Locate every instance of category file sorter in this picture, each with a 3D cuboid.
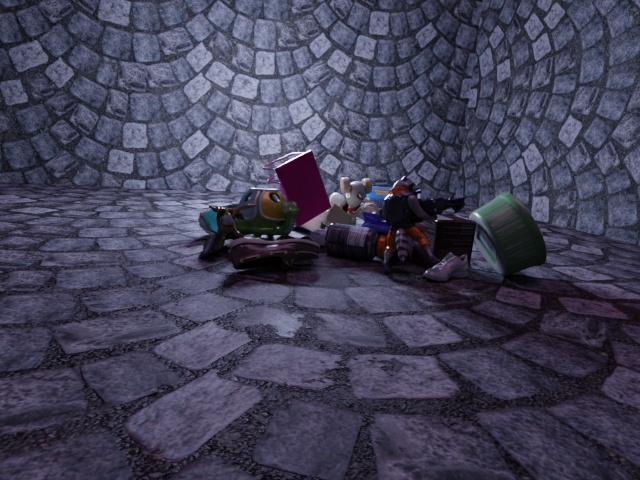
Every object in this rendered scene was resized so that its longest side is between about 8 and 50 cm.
[{"bbox_3d":[-0.118,-0.248,2.029,0.202,0.291,0.182,-32,26,-26],"label":"file sorter"}]

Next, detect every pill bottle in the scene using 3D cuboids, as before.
[{"bbox_3d":[0.149,0.008,1.737,0.245,0.130,0.130,10,13,21],"label":"pill bottle"}]

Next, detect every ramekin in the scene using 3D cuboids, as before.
[{"bbox_3d":[0.692,-0.015,1.631,0.148,0.303,0.303,-26,12,4],"label":"ramekin"}]

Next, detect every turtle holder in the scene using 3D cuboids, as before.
[{"bbox_3d":[-0.242,-0.113,1.890,0.243,0.227,0.320,0,8,-16],"label":"turtle holder"}]

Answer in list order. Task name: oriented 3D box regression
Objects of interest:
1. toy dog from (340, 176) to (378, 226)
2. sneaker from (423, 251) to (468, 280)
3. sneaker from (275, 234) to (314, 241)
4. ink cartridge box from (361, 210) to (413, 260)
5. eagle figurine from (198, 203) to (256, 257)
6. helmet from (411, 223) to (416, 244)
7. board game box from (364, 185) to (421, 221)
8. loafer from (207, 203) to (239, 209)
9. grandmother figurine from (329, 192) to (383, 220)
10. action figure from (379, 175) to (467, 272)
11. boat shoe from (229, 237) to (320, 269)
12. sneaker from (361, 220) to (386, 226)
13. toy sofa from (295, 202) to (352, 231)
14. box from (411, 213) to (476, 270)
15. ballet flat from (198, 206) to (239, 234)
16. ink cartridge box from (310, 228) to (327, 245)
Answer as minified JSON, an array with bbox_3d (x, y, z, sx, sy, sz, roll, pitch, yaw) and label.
[{"bbox_3d":[0.188,-0.178,2.258,0.220,0.334,0.161,-18,43,5],"label":"toy dog"},{"bbox_3d":[0.451,0.089,1.547,0.212,0.094,0.080,-5,17,-36],"label":"sneaker"},{"bbox_3d":[-0.109,0.015,1.827,0.162,0.063,0.073,3,-10,-1],"label":"sneaker"},{"bbox_3d":[0.271,-0.017,1.769,0.206,0.208,0.045,14,53,39],"label":"ink cartridge box"},{"bbox_3d":[-0.352,-0.023,1.674,0.226,0.225,0.298,-30,51,11],"label":"eagle figurine"},{"bbox_3d":[0.399,-0.032,1.938,0.169,0.169,0.161,11,-3,30],"label":"helmet"},{"bbox_3d":[0.416,-0.204,2.562,0.302,0.086,0.308,5,-21,2],"label":"board game box"},{"bbox_3d":[-0.489,-0.159,2.394,0.267,0.096,0.084,2,6,-3],"label":"loafer"},{"bbox_3d":[0.199,-0.178,2.439,0.342,0.208,0.104,21,31,-25],"label":"grandmother figurine"},{"bbox_3d":[0.334,-0.076,1.525,0.341,0.330,0.178,-17,-18,36],"label":"action figure"},{"bbox_3d":[-0.150,0.054,1.504,0.324,0.097,0.116,2,-29,-25],"label":"boat shoe"},{"bbox_3d":[0.319,-0.063,2.262,0.092,0.087,0.228,-15,15,-40],"label":"sneaker"},{"bbox_3d":[-0.026,-0.108,2.226,0.150,0.177,0.362,35,-10,-38],"label":"toy sofa"},{"bbox_3d":[0.473,0.007,1.676,0.167,0.203,0.168,0,13,-17],"label":"box"},{"bbox_3d":[-0.434,-0.075,2.007,0.147,0.147,0.409,11,11,28],"label":"ballet flat"},{"bbox_3d":[0.013,-0.016,1.923,0.088,0.052,0.122,7,11,17],"label":"ink cartridge box"}]
